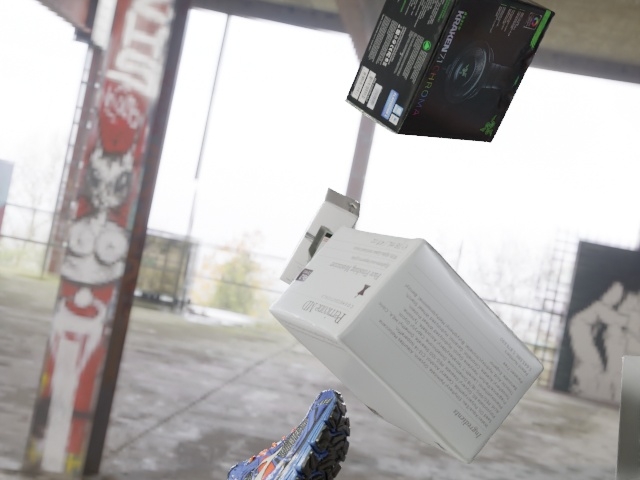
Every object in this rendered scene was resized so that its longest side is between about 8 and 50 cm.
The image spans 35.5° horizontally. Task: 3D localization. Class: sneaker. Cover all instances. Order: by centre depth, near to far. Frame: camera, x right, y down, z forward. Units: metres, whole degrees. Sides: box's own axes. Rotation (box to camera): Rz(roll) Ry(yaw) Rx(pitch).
[{"bbox_3d":[-0.051,0.239,1.010,0.087,0.221,0.083,29,-16,30],"label":"sneaker"}]

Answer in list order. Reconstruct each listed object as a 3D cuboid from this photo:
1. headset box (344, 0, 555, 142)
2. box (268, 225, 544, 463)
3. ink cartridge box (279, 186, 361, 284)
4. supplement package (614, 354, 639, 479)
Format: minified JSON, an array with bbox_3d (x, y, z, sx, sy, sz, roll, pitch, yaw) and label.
[{"bbox_3d":[0.214,-0.295,1.606,0.283,0.246,0.131,-1,32,-48],"label":"headset box"},{"bbox_3d":[0.075,0.091,0.940,0.182,0.119,0.181,45,-13,-19],"label":"box"},{"bbox_3d":[0.000,0.000,1.437,0.056,0.135,0.099,29,14,-4],"label":"ink cartridge box"},{"bbox_3d":[0.414,0.265,1.143,0.149,0.194,0.203,3,-31,19],"label":"supplement package"}]
